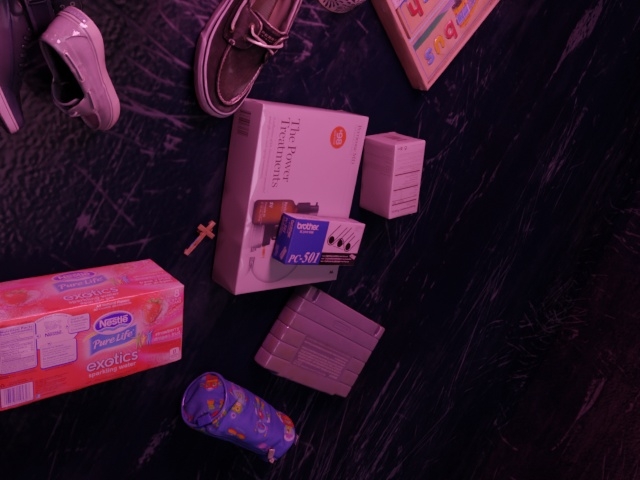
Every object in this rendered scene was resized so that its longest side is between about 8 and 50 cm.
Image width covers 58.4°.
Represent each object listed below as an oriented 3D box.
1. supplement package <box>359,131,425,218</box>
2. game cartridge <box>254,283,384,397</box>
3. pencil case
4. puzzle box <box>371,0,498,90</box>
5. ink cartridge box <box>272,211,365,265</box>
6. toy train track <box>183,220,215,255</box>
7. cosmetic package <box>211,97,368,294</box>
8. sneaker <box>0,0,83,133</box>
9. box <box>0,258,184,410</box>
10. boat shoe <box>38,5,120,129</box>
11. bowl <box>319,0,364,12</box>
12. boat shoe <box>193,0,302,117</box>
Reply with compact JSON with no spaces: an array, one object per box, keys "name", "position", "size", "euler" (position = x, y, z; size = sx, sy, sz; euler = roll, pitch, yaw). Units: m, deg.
[{"name":"supplement package","position":[0.169,-0.156,1.367],"size":[0.105,0.105,0.179],"euler":[-16,120,-38]},{"name":"game cartridge","position":[0.006,0.260,1.448],"size":[0.355,0.068,0.230],"euler":[36,88,-46]},{"name":"pencil case","position":[-0.177,0.409,1.296],"size":[0.119,0.133,0.306],"euler":[-30,135,13]},{"name":"puzzle box","position":[0.299,-0.587,1.323],"size":[0.409,0.052,0.272],"euler":[-52,136,-11]},{"name":"ink cartridge box","position":[0.000,0.000,1.191],"size":[0.207,0.046,0.097],"euler":[3,107,-45]},{"name":"toy train track","position":[-0.239,-0.007,1.124],"size":[0.083,0.014,0.048],"euler":[-50,142,-5]},{"name":"cosmetic package","position":[-0.061,-0.090,1.194],"size":[0.284,0.097,0.377],"euler":[-6,113,-44]},{"name":"sneaker","position":[-0.401,-0.271,0.793],"size":[0.163,0.086,0.226],"euler":[-24,124,-31]},{"name":"box","position":[-0.395,0.141,0.953],"size":[0.300,0.142,0.154],"euler":[-10,116,-40]},{"name":"boat shoe","position":[-0.347,-0.222,0.811],"size":[0.081,0.079,0.227],"euler":[-55,174,-27]},{"name":"bowl","position":[0.066,-0.531,1.111],"size":[0.170,0.080,0.170],"euler":[-19,121,-36]},{"name":"boat shoe","position":[-0.116,-0.370,0.988],"size":[0.121,0.119,0.335],"euler":[16,98,-46]}]
